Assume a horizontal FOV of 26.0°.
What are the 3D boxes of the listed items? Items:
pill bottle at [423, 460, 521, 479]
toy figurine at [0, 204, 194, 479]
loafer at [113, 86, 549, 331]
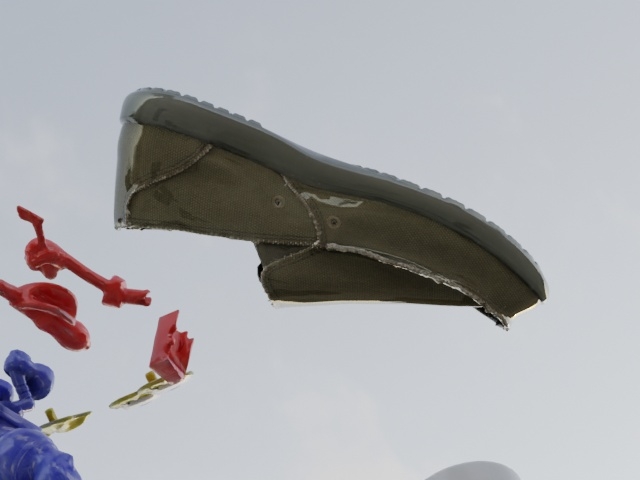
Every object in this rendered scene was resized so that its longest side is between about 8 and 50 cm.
[{"bbox_3d":[0.125,0.252,0.881,0.124,0.221,0.124,-8,-50,-10],"label":"pill bottle"},{"bbox_3d":[-0.266,0.161,0.879,0.363,0.217,0.191,-21,-49,27],"label":"toy figurine"},{"bbox_3d":[0.000,0.000,0.753,0.251,0.094,0.087,22,-94,0],"label":"loafer"}]
